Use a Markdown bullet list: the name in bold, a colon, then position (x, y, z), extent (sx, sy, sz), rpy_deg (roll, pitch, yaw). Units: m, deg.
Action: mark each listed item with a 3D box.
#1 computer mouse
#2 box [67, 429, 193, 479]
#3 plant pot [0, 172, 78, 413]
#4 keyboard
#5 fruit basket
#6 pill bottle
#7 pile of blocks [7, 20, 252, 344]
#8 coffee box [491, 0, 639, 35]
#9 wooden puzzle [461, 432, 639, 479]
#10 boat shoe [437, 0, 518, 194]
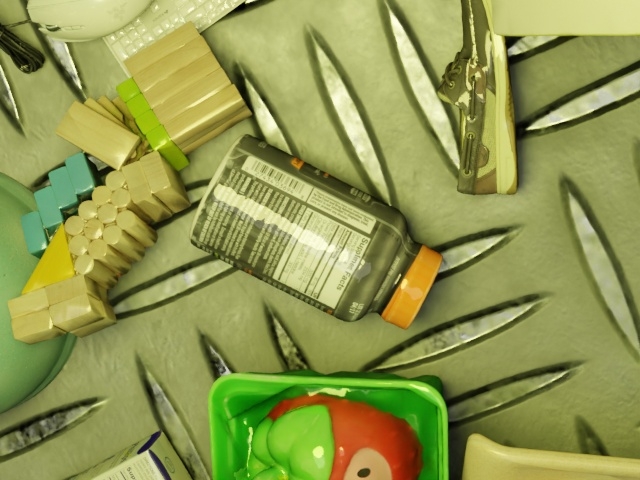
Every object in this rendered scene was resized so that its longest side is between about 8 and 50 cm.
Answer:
- **computer mouse**: position (-0.263, -0.227, 1.415), extent (0.193, 0.042, 0.106), rpy_deg (-14, 138, 23)
- **box**: position (-0.207, 0.302, 1.534), extent (0.137, 0.072, 0.126), rpy_deg (-29, 96, 12)
- **plant pot**: position (-0.418, 0.074, 1.453), extent (0.293, 0.196, 0.293), rpy_deg (1, 101, 7)
- **keyboard**: position (-0.116, -0.267, 1.442), extent (0.256, 0.014, 0.072), rpy_deg (-33, 95, 12)
- **fruit basket**: position (-0.015, 0.314, 1.357), extent (0.283, 0.392, 0.392), rpy_deg (1, 101, 18)
- **pill bottle**: position (0.000, 0.000, 1.420), extent (0.246, 0.130, 0.130), rpy_deg (27, 103, 1)
- **pile of blocks**: position (-0.208, -0.052, 1.435), extent (0.149, 0.112, 0.362), rpy_deg (33, 84, 15)
- **coffee box**: position (0.348, -0.347, 1.160), extent (0.338, 0.337, 0.334), rpy_deg (-7, 100, -13)
- **wooden puzzle**: position (0.305, 0.333, 1.392), extent (0.348, 0.080, 0.322), rpy_deg (8, 138, 7)
- **boat shoe**: position (0.155, -0.151, 1.398), extent (0.073, 0.080, 0.223), rpy_deg (-9, 104, 4)
